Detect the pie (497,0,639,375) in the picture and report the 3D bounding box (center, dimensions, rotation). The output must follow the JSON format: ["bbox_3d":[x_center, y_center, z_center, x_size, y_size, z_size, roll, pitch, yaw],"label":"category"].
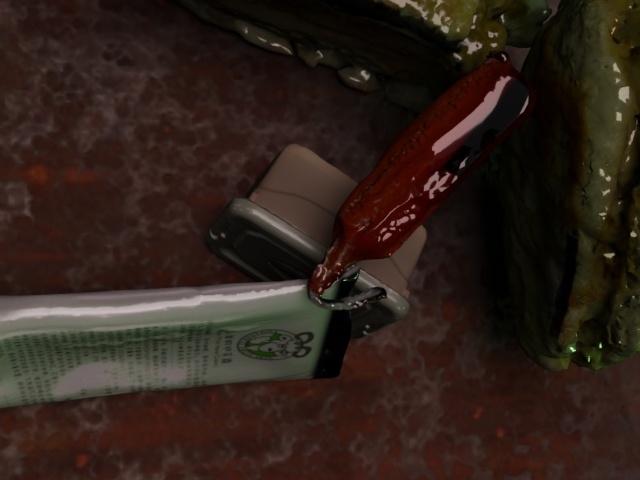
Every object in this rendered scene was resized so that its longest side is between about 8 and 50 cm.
[{"bbox_3d":[0.152,-0.036,0.533,0.090,0.201,0.248,1,116,1],"label":"pie"}]

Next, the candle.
[{"bbox_3d":[0.050,-0.027,0.488,0.162,0.053,0.048,-46,135,-2],"label":"candle"}]

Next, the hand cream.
[{"bbox_3d":[-0.144,0.058,0.516,0.336,0.121,0.076,-2,59,-11],"label":"hand cream"}]

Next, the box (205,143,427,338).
[{"bbox_3d":[0.000,0.000,0.569,0.122,0.089,0.062,32,66,-9],"label":"box"}]

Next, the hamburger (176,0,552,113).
[{"bbox_3d":[0.014,-0.197,0.552,0.288,0.167,0.192,22,78,-11],"label":"hamburger"}]
